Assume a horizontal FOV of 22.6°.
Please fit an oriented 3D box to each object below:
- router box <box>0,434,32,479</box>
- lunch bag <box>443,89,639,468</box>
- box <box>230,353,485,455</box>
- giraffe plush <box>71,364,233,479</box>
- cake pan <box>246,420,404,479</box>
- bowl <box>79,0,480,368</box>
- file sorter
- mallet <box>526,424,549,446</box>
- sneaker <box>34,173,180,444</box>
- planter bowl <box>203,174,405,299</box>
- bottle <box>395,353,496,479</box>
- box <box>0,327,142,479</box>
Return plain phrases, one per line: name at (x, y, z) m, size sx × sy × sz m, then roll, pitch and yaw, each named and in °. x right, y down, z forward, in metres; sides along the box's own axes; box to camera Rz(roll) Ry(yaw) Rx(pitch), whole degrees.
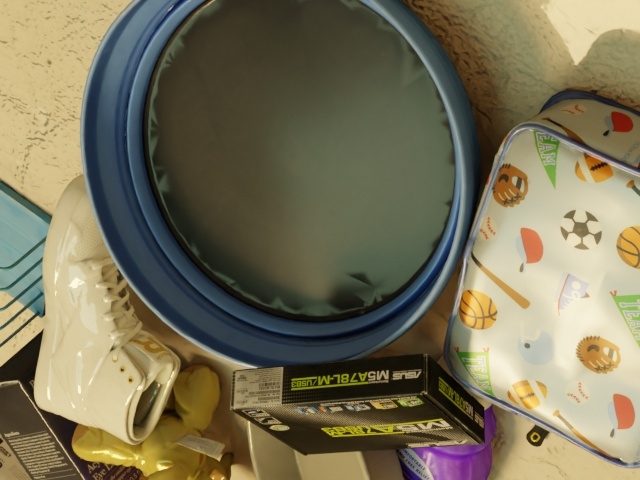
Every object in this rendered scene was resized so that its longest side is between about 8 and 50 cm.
router box at (-0.486, 0.360, 2.287) m, size 0.335 × 0.082 × 0.301 m, roll 42°, pitch 139°, yaw 4°
lunch bag at (0.245, 0.041, 1.377) m, size 0.243 × 0.115 × 0.303 m, roll 25°, pitch 125°, yaw 20°
box at (0.038, 0.156, 1.491) m, size 0.190 × 0.045 × 0.184 m, roll -6°, pitch 155°, yaw 20°
giraffe plush at (-0.167, 0.259, 1.887) m, size 0.210 × 0.181 × 0.170 m, roll 32°, pitch 153°, yaw 40°
cake pan at (0.007, 0.248, 1.723) m, size 0.293 × 0.054 × 0.293 m, roll 40°, pitch 137°, yaw 51°
bowl at (-0.038, -0.073, 1.466) m, size 0.391 × 0.077 × 0.391 m, roll 8°, pitch 108°, yaw 24°
file sorter at (-0.396, 0.033, 1.927) m, size 0.118 × 0.104 × 0.170 m, roll 34°, pitch 138°, yaw 12°
mallet at (0.247, 0.154, 1.555) m, size 0.062 × 0.039 × 0.190 m, roll 34°, pitch 142°, yaw 18°
sneaker at (-0.221, 0.081, 1.783) m, size 0.169 × 0.108 × 0.293 m, roll 20°, pitch 114°, yaw 30°
planter bowl at (0.000, 0.000, 1.566) m, size 0.217 × 0.090 × 0.217 m, roll 8°, pitch 109°, yaw 24°
bottle at (0.119, 0.226, 1.668) m, size 0.118 × 0.092 × 0.283 m, roll 43°, pitch 141°, yaw 23°
box at (-0.295, 0.215, 1.957) m, size 0.108 × 0.153 × 0.207 m, roll -15°, pitch 113°, yaw 45°
